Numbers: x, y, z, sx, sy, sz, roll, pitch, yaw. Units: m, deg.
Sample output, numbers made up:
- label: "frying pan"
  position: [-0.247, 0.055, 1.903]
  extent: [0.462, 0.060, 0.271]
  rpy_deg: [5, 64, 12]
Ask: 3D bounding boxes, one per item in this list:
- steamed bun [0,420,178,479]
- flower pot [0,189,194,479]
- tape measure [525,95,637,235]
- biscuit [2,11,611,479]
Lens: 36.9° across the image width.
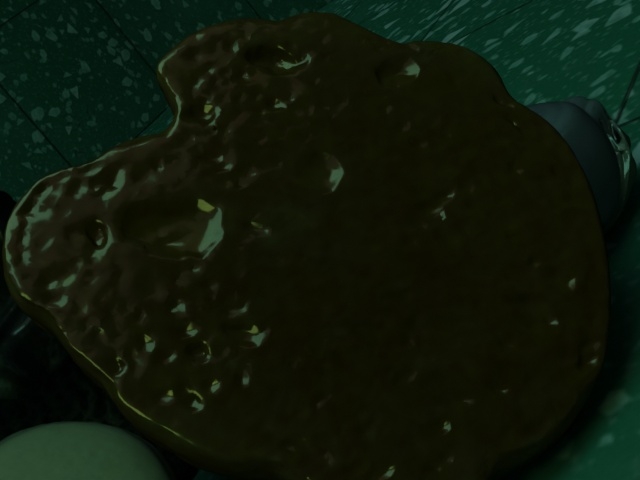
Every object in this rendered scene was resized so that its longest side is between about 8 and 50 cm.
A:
- label: "steamed bun"
  position: [-0.167, 0.224, 0.597]
  extent: [0.228, 0.177, 0.130]
  rpy_deg: [-87, 8, -52]
- label: "flower pot"
  position: [-0.258, 0.127, 0.801]
  extent: [0.299, 0.283, 0.299]
  rpy_deg: [-34, 17, 12]
- label: "tape measure"
  position: [0.131, -0.021, 0.716]
  extent: [0.196, 0.105, 0.178]
  rpy_deg: [-20, 18, 42]
- label: "biscuit"
  position: [0.000, 0.000, 0.580]
  extent: [0.057, 0.351, 0.312]
  rpy_deg: [90, -162, -63]
